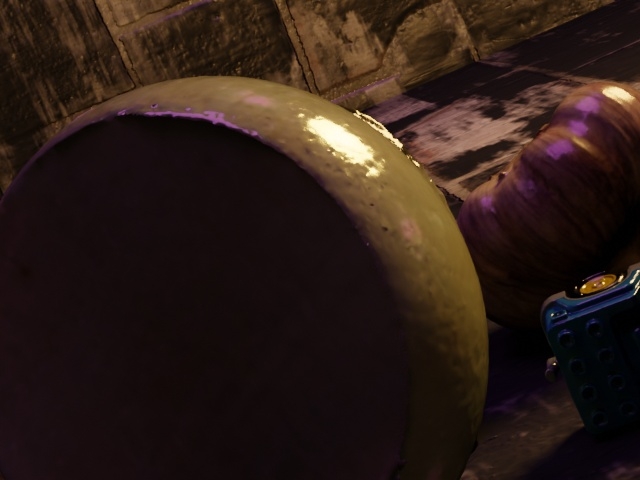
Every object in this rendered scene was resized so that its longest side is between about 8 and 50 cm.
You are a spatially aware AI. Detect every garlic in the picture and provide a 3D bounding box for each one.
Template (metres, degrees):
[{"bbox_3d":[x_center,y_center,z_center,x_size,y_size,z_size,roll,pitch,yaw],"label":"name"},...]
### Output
[{"bbox_3d":[0.225,-0.019,1.501,0.245,0.160,0.245,-42,-20,-19],"label":"garlic"}]

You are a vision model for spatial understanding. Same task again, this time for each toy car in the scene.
[{"bbox_3d":[0.243,0.065,1.205,0.191,0.097,0.100,-22,14,10],"label":"toy car"}]

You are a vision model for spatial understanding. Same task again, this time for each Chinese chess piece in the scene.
[{"bbox_3d":[-0.060,0.068,1.145,0.349,0.349,0.146,-18,1,29],"label":"Chinese chess piece"}]

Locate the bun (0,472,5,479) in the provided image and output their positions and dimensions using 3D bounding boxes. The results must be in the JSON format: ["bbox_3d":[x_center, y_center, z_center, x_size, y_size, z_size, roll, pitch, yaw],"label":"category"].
[{"bbox_3d":[-0.251,0.169,1.686,0.220,0.134,0.220,-22,16,7],"label":"bun"}]
